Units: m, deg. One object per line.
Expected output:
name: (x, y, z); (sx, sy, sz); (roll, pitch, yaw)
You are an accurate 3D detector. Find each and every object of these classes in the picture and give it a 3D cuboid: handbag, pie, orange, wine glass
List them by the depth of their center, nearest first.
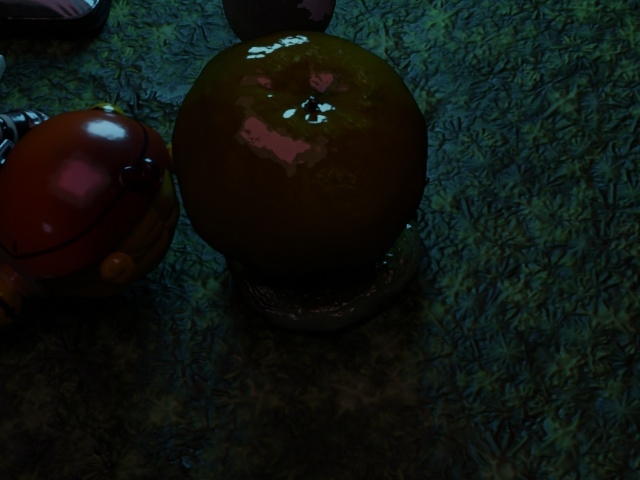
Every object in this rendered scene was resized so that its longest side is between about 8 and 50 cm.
orange: (-0.022, -0.088, 1.503); (0.279, 0.235, 0.279); (6, 57, -9)
pie: (0.000, 0.000, 1.609); (0.241, 0.054, 0.240); (-3, 56, 4)
wine glass: (-0.053, -0.247, 1.631); (0.143, 0.321, 0.143); (2, 56, -3)
handbag: (-0.441, -0.359, 1.895); (0.332, 0.075, 0.191); (3, 58, 3)

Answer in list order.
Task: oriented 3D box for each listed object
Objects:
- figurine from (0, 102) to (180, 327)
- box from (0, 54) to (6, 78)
figurine: (-0.294, -0.049, 1.581); (0.323, 0.196, 0.320); (9, 57, 23)
box: (-0.527, -0.198, 1.806); (0.220, 0.032, 0.122); (8, 56, 10)
